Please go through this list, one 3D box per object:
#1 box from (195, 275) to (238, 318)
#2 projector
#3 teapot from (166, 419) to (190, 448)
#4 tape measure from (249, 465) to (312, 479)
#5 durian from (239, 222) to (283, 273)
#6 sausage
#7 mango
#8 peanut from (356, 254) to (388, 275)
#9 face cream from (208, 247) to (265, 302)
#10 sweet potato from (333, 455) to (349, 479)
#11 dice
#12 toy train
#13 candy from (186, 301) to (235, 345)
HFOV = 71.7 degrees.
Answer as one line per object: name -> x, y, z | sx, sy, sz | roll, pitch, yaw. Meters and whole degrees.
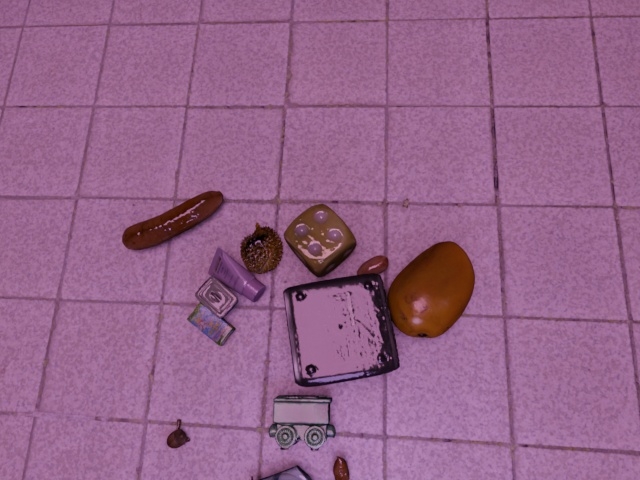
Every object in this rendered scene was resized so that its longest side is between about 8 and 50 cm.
box -> -0.446, 0.253, 1.942 | 0.172, 0.093, 0.124 | 40, 81, 12
projector -> 0.081, 0.354, 1.757 | 0.406, 0.242, 0.394 | -9, 73, -1
teapot -> -0.589, 0.804, 1.839 | 0.080, 0.085, 0.110 | -34, 44, 18
tape measure -> -0.124, 1.014, 1.695 | 0.257, 0.147, 0.274 | -19, 71, -2
durian -> -0.268, 0.022, 1.965 | 0.194, 0.138, 0.237 | -16, 74, 0
sausage -> -0.671, -0.087, 2.035 | 0.501, 0.123, 0.136 | -26, 46, -3
mango -> 0.462, 0.197, 1.819 | 0.300, 0.232, 0.445 | 33, 69, 14
peanut -> 0.228, 0.117, 1.934 | 0.152, 0.076, 0.076 | -29, 75, 2
face cream -> -0.373, 0.160, 1.956 | 0.274, 0.096, 0.154 | 33, 119, 14
sweet potato -> 0.085, 0.943, 1.743 | 0.068, 0.068, 0.225 | -3, 93, 4
dice -> 0.000, 0.000, 1.905 | 0.233, 0.227, 0.238 | -41, 75, -8
toy train -> -0.072, 0.723, 1.765 | 0.266, 0.145, 0.201 | 0, 73, 4
candy -> -0.476, 0.363, 1.932 | 0.195, 0.062, 0.097 | 35, 80, 11
